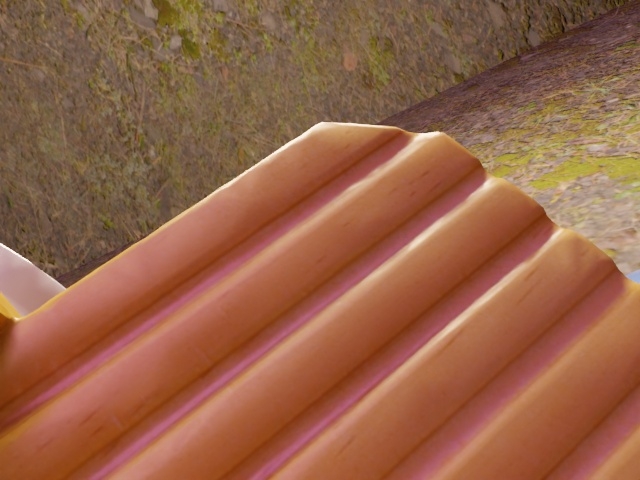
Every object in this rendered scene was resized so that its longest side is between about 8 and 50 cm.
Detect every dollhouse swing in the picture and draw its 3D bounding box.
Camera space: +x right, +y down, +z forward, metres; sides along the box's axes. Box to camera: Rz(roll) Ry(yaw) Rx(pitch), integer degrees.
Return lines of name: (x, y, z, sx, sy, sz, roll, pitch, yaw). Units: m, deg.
dollhouse swing: (-0.009, 0.060, 0.206, 0.305, 0.347, 0.315, -43, -27, -10)

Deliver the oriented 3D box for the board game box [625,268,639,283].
board game box: (0.182, 0.056, 0.447, 0.133, 0.033, 0.169, -30, 9, -4)

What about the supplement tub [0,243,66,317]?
supplement tub: (-0.245, 0.172, 0.420, 0.241, 0.241, 0.331, -9, 37, 51)
